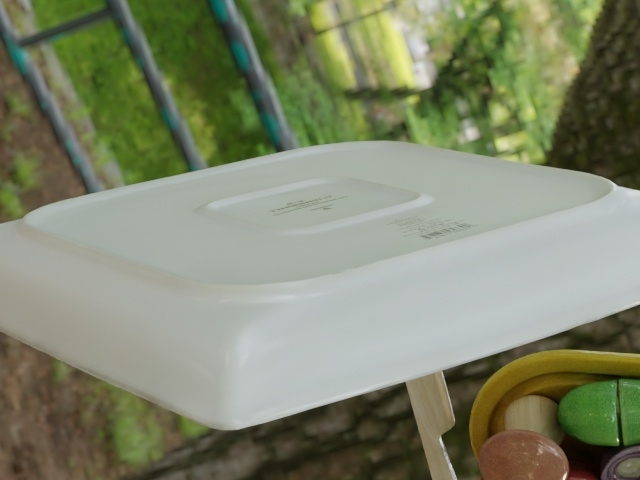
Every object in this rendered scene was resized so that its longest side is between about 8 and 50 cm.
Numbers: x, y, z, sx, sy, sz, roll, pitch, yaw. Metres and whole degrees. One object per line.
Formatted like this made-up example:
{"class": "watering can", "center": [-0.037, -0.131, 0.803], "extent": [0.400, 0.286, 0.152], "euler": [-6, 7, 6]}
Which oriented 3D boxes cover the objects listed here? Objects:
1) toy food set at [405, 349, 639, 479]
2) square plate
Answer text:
{"class": "toy food set", "center": [0.151, 0.134, 0.929], "extent": [0.071, 0.218, 0.128], "euler": [-66, 153, -54]}
{"class": "square plate", "center": [0.000, 0.000, 0.876], "extent": [0.344, 0.347, 0.049], "euler": [14, -66, 53]}
